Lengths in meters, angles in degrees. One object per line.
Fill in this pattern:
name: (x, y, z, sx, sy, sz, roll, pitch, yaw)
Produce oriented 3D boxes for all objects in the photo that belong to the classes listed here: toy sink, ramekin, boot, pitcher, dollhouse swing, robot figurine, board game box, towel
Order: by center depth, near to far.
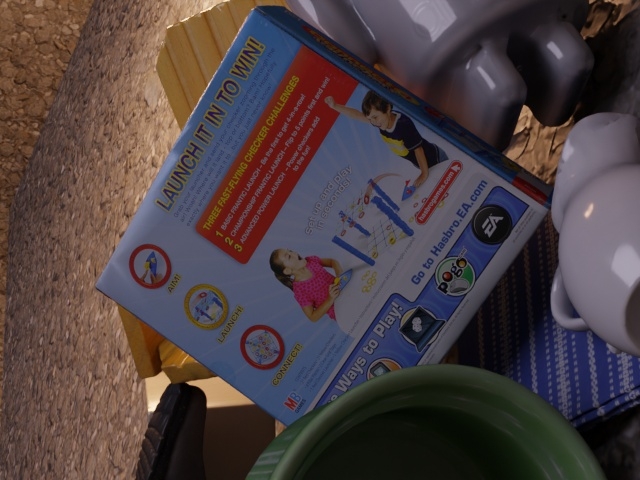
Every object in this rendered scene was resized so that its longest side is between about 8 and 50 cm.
pitcher: (0.226, 0.021, 0.864, 0.207, 0.126, 0.177, -98, 18, -63)
ramekin: (0.071, 0.253, 0.913, 0.148, 0.303, 0.303, 154, 127, -68)
towel: (0.226, 0.053, 1.011, 0.336, 0.040, 0.243, -41, 39, 48)
board game box: (0.000, 0.000, 1.047, 0.308, 0.302, 0.086, -57, -7, 19)
robot figurine: (0.119, -0.255, 1.119, 0.353, 0.300, 0.200, 59, 162, 21)
dollhouse swing: (-0.085, -0.072, 1.253, 0.347, 0.305, 0.315, -13, 27, 40)
boot: (-0.104, 0.333, 1.321, 0.118, 0.223, 0.338, -155, 75, -77)
toy sink: (-0.137, 0.287, 1.450, 0.131, 0.153, 0.234, -123, 31, -72)
